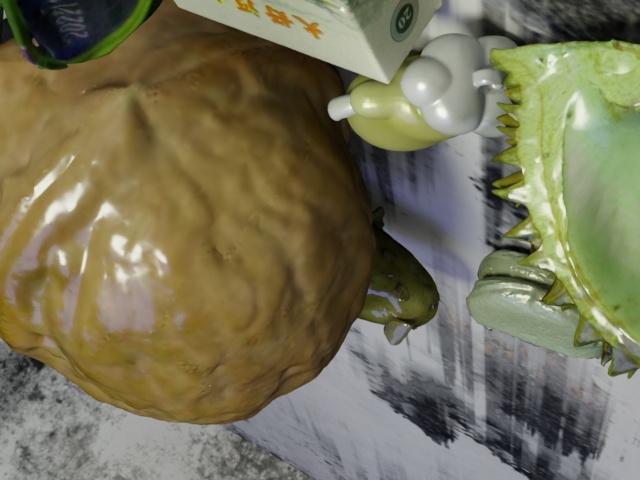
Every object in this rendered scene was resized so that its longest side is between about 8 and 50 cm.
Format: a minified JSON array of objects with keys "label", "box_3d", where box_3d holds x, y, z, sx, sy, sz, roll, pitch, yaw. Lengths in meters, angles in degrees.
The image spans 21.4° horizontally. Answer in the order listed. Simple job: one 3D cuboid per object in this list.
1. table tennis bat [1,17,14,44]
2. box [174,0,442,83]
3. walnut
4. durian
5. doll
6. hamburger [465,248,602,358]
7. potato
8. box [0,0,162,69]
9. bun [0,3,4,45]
[{"label":"table tennis bat","box_3d":[-0.201,-0.124,1.550,0.236,0.027,0.150,41,162,-25]},{"label":"box","box_3d":[-0.048,-0.201,0.914,0.164,0.069,0.256,24,162,30]},{"label":"walnut","box_3d":[-0.109,-0.028,1.178,0.306,0.306,0.344,28,160,14]},{"label":"durian","box_3d":[0.275,-0.001,0.915,0.394,0.163,0.198,22,123,21]},{"label":"doll","box_3d":[0.071,-0.089,1.033,0.106,0.062,0.162,-4,180,-22]},{"label":"hamburger","box_3d":[0.172,0.047,1.299,0.121,0.054,0.084,26,160,11]},{"label":"potato","box_3d":[0.000,0.000,1.391,0.225,0.090,0.117,35,-156,10]},{"label":"box","box_3d":[-0.220,-0.236,0.908,0.345,0.097,0.134,45,173,28]},{"label":"bun","box_3d":[-0.295,-0.183,1.201,0.179,0.283,0.283,-3,162,0]}]
